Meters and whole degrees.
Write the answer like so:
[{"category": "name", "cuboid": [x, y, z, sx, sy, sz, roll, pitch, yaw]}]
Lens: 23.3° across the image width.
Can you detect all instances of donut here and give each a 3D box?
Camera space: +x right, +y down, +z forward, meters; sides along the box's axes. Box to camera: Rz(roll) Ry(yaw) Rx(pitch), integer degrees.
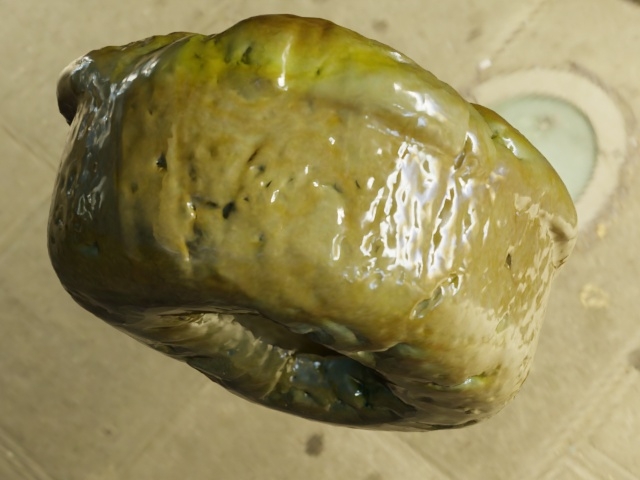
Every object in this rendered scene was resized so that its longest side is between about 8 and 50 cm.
[{"category": "donut", "cuboid": [0.000, 0.000, 0.711, 0.208, 0.261, 0.128, -4, 65, 41]}]
